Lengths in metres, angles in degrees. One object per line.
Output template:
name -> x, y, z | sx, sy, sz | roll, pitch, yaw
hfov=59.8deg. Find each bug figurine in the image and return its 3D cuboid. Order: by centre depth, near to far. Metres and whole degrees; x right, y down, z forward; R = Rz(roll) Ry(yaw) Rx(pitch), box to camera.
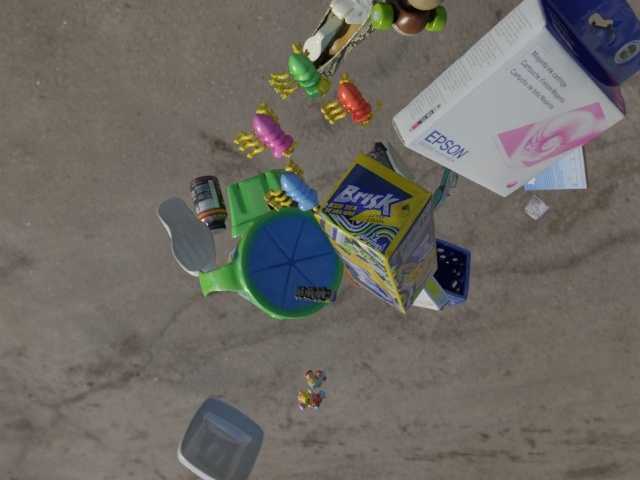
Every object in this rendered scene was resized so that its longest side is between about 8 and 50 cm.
bug figurine -> -0.017, -0.188, 0.935 | 0.072, 0.278, 0.216 | 20, 166, 47

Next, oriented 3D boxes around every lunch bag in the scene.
lunch bag -> 0.834, -0.122, 2.151 | 0.053, 0.083, 0.071 | 33, 105, -31

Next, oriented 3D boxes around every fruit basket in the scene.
fruit basket -> -0.169, -0.046, 1.927 | 0.283, 0.391, 0.391 | -20, 128, 7

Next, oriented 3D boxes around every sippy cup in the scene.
sippy cup -> -0.100, 0.055, 1.237 | 0.306, 0.239, 0.224 | 25, 163, -21

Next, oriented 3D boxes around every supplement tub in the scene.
supplement tub -> -0.384, -0.119, 1.936 | 0.106, 0.197, 0.106 | -16, 168, -3

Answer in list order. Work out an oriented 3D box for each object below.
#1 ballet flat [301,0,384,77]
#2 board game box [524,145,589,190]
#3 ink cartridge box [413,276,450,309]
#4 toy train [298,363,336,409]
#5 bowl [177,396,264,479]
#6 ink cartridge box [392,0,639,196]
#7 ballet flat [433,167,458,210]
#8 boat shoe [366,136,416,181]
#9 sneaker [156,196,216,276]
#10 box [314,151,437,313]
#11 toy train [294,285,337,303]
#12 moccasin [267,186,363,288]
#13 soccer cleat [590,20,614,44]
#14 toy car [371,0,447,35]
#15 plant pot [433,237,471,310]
ballet flat -> 0.064, -0.671, 1.740 | 0.164, 0.182, 0.483 | 54, 138, 6
board game box -> 0.524, -0.230, 1.279 | 0.145, 0.027, 0.281 | 1, 136, 32
ink cartridge box -> 0.253, 0.085, 1.839 | 0.307, 0.072, 0.304 | 55, 168, -8
toy train -> -0.017, 0.419, 1.594 | 0.046, 0.125, 0.166 | 32, 117, 29
bowl -> -0.187, 0.376, 1.021 | 0.142, 0.142, 0.053 | 36, 127, -8
ink cartridge box -> 0.331, -0.216, 0.847 | 0.324, 0.071, 0.330 | 15, 137, -44
ballet flat -> 0.392, -0.158, 1.733 | 0.053, 0.057, 0.168 | 15, 112, -14
boat shoe -> 0.152, -0.173, 1.293 | 0.079, 0.254, 0.095 | -40, 115, 14
sneaker -> -0.316, 0.025, 1.434 | 0.108, 0.292, 0.169 | -29, 136, -8
box -> 0.050, 0.004, 0.422 | 0.059, 0.054, 0.169 | 34, 171, 21
toy train -> -0.007, 0.097, 0.987 | 0.036, 0.027, 0.158 | 19, 170, -18
moccasin -> 0.002, -0.001, 1.614 | 0.380, 0.147, 0.139 | 49, 146, -7
soccer cleat -> 0.755, -0.480, 1.511 | 0.289, 0.094, 0.121 | 17, 101, -52
toy car -> 0.200, -0.508, 1.088 | 0.155, 0.148, 0.188 | -7, 173, -21
plant pot -> 0.449, 0.144, 2.257 | 0.236, 0.235, 0.212 | 20, 148, -9
